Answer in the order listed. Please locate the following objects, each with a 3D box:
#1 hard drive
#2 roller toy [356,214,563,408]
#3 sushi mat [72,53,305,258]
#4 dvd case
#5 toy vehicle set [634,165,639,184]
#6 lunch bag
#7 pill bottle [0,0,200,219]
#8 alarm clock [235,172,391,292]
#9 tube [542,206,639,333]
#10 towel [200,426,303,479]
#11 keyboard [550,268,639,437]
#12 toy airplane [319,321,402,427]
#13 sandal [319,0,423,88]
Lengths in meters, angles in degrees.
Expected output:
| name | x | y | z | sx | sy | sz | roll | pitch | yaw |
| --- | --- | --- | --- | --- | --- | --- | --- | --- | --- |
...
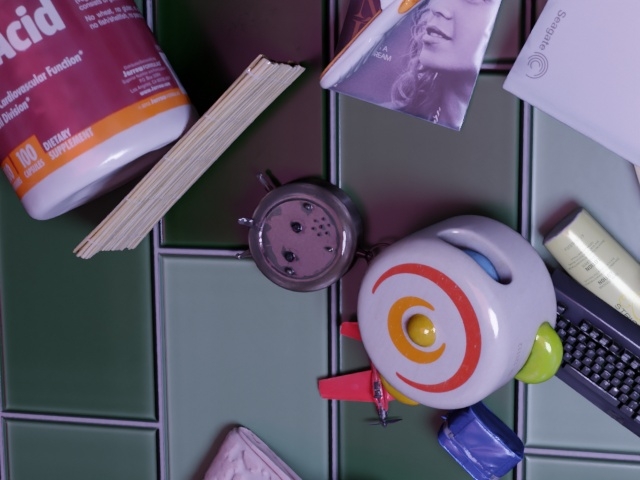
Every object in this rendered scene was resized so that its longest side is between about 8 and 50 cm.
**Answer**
| name | x | y | z | sx | sy | sz | roll | pitch | yaw |
| --- | --- | --- | --- | --- | --- | --- | --- | --- | --- |
| hard drive | 0.391 | -0.171 | 1.212 | 0.353 | 0.047 | 0.233 | 33 | 113 | 15 |
| roller toy | 0.140 | 0.078 | 1.291 | 0.209 | 0.146 | 0.191 | -11 | 98 | 42 |
| sushi mat | -0.146 | -0.092 | 1.357 | 0.316 | 0.151 | 0.019 | -44 | 84 | 16 |
| dvd case | 0.112 | -0.252 | 1.339 | 0.164 | 0.018 | 0.221 | 19 | 103 | 10 |
| toy vehicle set | 0.394 | -0.175 | 1.275 | 0.166 | 0.035 | 0.267 | -17 | 94 | 16 |
| lunch bag | 0.178 | 0.232 | 1.376 | 0.098 | 0.067 | 0.065 | 44 | 105 | 4 |
| pill bottle | -0.320 | -0.241 | 1.336 | 0.224 | 0.224 | 0.392 | -30 | 91 | 16 |
| alarm clock | 0.000 | 0.000 | 1.386 | 0.192 | 0.064 | 0.129 | 16 | 102 | 7 |
| tube | 0.347 | 0.068 | 1.316 | 0.240 | 0.062 | 0.070 | 47 | 151 | -3 |
| towel | -0.096 | 0.429 | 1.370 | 0.317 | 0.053 | 0.332 | 36 | 97 | 47 |
| keyboard | 0.370 | 0.142 | 1.294 | 0.317 | 0.033 | 0.201 | 35 | 132 | 5 |
| toy airplane | 0.067 | 0.148 | 1.409 | 0.151 | 0.028 | 0.151 | 2 | 99 | 11 |
| sandal | 0.074 | -0.275 | 1.282 | 0.076 | 0.102 | 0.265 | 46 | 108 | 0 |
